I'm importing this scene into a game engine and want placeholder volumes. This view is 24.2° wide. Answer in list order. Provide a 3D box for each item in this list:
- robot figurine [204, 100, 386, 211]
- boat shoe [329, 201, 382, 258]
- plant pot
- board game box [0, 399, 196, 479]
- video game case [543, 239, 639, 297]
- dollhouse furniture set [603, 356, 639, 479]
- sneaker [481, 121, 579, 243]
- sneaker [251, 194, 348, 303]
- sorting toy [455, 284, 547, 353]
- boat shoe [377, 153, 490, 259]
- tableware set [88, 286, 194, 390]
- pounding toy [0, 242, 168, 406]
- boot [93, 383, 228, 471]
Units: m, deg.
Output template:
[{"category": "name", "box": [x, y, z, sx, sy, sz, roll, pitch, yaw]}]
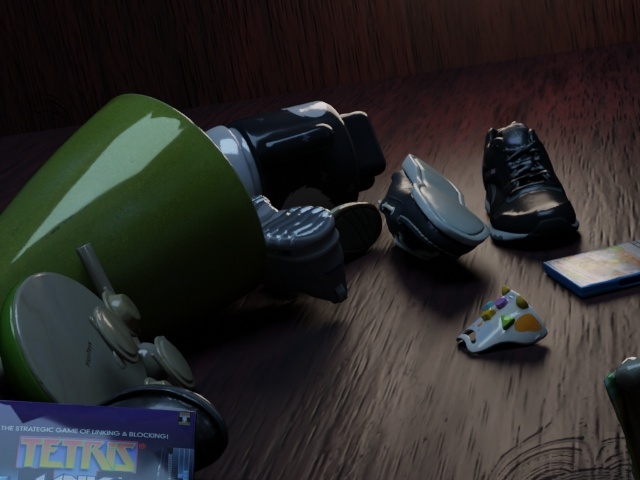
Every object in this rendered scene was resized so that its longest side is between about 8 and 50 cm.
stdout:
[{"category": "robot figurine", "box": [-0.052, -0.095, 2.092, 0.278, 0.209, 0.173, -15, 37, -20]}, {"category": "boat shoe", "box": [0.000, 0.000, 1.903, 0.072, 0.068, 0.190, -13, 9, 45]}, {"category": "plant pot", "box": [-0.259, 0.026, 1.655, 0.293, 0.274, 0.275, -38, 28, -32]}, {"category": "board game box", "box": [-0.181, 0.190, 1.133, 0.170, 0.048, 0.141, 4, 42, -6]}, {"category": "video game case", "box": [0.344, 0.025, 1.648, 0.166, 0.015, 0.119, -13, 15, -9]}, {"category": "dollhouse furniture set", "box": [0.333, 0.147, 0.817, 0.302, 0.197, 0.151, 5, 23, 45]}, {"category": "sneaker", "box": [0.249, -0.080, 1.898, 0.107, 0.124, 0.283, -12, 15, -3]}, {"category": "sneaker", "box": [-0.067, 0.022, 1.767, 0.105, 0.115, 0.281, -30, 20, -23]}, {"category": "sorting toy", "box": [0.175, 0.087, 1.503, 0.075, 0.045, 0.083, -32, 18, -7]}, {"category": "boat shoe", "box": [0.133, -0.022, 1.840, 0.114, 0.091, 0.302, 33, 12, -7]}, {"category": "tableware set", "box": [-0.172, 0.109, 1.450, 0.020, 0.141, 0.168, -36, 12, 8]}, {"category": "pounding toy", "box": [-0.258, 0.126, 1.457, 0.110, 0.183, 0.237, -34, 6, 20]}, {"category": "boot", "box": [-0.218, 0.217, 1.211, 0.263, 0.091, 0.229, -11, 19, 15]}]
